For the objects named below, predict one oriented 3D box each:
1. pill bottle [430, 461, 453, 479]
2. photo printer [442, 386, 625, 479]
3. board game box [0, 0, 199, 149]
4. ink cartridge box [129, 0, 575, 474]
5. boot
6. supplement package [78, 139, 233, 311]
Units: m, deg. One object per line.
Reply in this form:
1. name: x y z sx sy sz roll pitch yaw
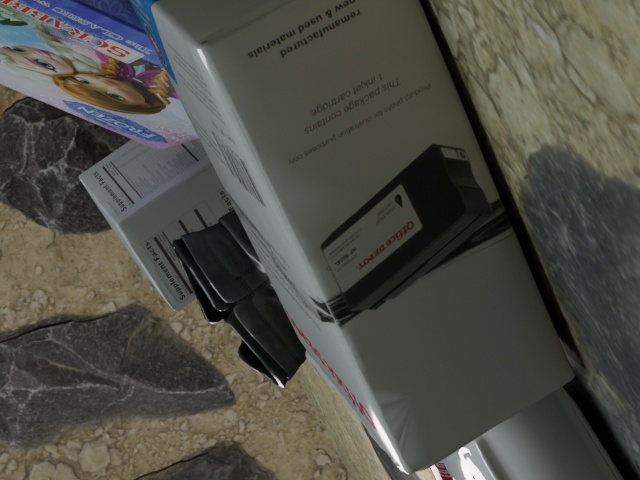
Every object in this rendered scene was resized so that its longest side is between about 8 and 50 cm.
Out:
1. pill bottle: 0.147 0.207 1.844 0.152 0.086 0.086 65 171 -32
2. photo printer: 0.227 0.276 1.472 0.307 0.107 0.256 59 173 6
3. board game box: -0.210 -0.186 1.571 0.318 0.066 0.318 23 165 -25
4. ink cartridge box: 0.017 -0.055 1.367 0.395 0.166 0.285 65 172 -27
5. boot: -0.053 -0.045 1.666 0.338 0.222 0.118 58 174 20
6. supplement package: -0.109 -0.065 1.837 0.134 0.244 0.139 60 172 -35
